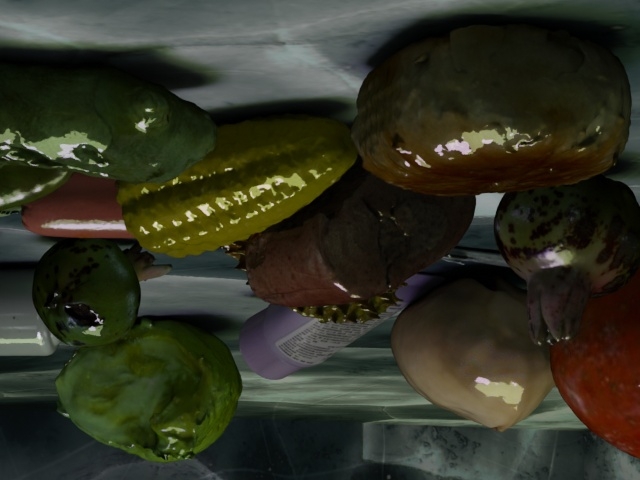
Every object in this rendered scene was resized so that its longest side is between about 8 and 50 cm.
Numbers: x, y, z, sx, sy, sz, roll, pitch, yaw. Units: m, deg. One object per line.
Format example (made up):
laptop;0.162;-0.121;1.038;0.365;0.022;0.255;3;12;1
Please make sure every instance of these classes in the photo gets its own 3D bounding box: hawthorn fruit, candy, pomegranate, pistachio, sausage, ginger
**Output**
hawthorn fruit;0.393;0.111;1.864;0.284;0.284;0.284;-1;169;0
candy;-0.058;-0.050;1.383;0.199;0.094;0.106;-15;158;33
pomegranate;0.220;0.007;1.535;0.125;0.163;0.138;-35;132;27
pistachio;0.188;0.137;2.123;0.187;0.187;0.299;2;173;-13
sausage;-0.184;-0.033;1.536;0.154;0.062;0.062;1;169;-4
pomegranate;-0.230;0.046;1.858;0.161;0.122;0.122;-27;-173;-37
ginger;-0.219;-0.080;1.242;0.290;0.089;0.137;-5;151;0

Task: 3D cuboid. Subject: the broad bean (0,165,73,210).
broad bean;-0.355;-0.045;1.456;0.339;0.061;0.077;-6;132;22

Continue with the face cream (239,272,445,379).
face cream;0.011;0.088;2.161;0.154;0.096;0.274;11;152;-37

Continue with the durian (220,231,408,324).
durian;0.000;0.000;1.635;0.252;0.144;0.139;0;-168;-31

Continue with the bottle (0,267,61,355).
bottle;-0.372;0.082;2.029;0.245;0.104;0.104;-1;169;5

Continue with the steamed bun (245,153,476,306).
steamed bun;0.025;-0.016;1.444;0.175;0.106;0.145;-36;-162;-33

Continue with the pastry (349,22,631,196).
pastry;0.120;-0.082;1.212;0.182;0.093;0.192;0;169;-18

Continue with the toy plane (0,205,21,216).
toy plane;-0.311;-0.043;1.534;0.111;0.040;0.102;5;170;-30

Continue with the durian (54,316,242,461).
durian;-0.232;0.206;2.508;0.256;0.204;0.339;11;-179;13

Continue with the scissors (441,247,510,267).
scissors;0.277;0.037;2.018;0.360;0.029;0.191;6;169;-33
